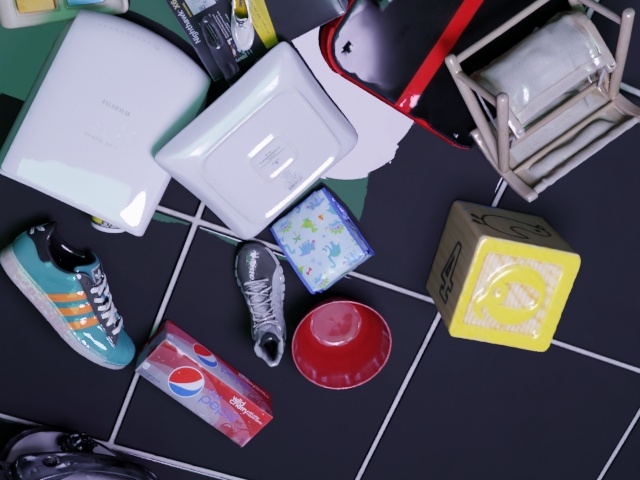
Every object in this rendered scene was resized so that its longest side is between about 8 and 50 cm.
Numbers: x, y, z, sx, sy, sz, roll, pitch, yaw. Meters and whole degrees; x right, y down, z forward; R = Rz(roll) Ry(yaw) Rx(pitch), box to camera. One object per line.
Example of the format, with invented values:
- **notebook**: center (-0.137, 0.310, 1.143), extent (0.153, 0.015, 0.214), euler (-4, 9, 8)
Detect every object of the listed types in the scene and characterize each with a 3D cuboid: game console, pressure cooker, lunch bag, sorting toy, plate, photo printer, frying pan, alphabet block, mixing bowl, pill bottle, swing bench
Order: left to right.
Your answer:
- **pressure cooker**: center (-0.491, 0.543, 1.588), extent (0.376, 0.370, 0.420), euler (39, 103, 3)
- **sorting toy**: center (-0.418, -0.437, 1.379), extent (0.208, 0.038, 0.192), euler (-8, 113, -3)
- **photo printer**: center (-0.334, -0.194, 1.414), extent (0.256, 0.107, 0.307), euler (27, 87, -17)
- **pill bottle**: center (-0.353, -0.077, 1.516), extent (0.065, 0.065, 0.116), euler (9, 108, -10)
- **frying pan**: center (-0.143, -0.218, 1.432), extent (0.197, 0.053, 0.326), euler (-40, 137, 17)
- **plate**: center (-0.086, -0.144, 1.452), extent (0.277, 0.045, 0.278), euler (-42, 139, 2)
- **lunch bag**: center (0.000, 0.000, 1.576), extent (0.129, 0.096, 0.151), euler (-37, 82, 8)
- **mixing bowl**: center (0.033, 0.174, 1.645), extent (0.182, 0.098, 0.181), euler (-2, 111, -6)
- **game console**: center (0.222, -0.384, 1.475), extent (0.342, 0.060, 0.386), euler (27, 107, -22)
- **alphabet block**: center (0.317, 0.060, 1.580), extent (0.193, 0.197, 0.193), euler (9, 110, -11)
- **swing bench**: center (0.375, -0.246, 1.455), extent (0.253, 0.165, 0.254), euler (-35, 137, -4)

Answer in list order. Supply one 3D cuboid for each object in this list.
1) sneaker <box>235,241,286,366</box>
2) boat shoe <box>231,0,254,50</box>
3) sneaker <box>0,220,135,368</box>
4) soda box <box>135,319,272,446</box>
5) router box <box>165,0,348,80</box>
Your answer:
- **sneaker**: center (-0.097, 0.123, 1.591), extent (0.086, 0.132, 0.228), euler (-13, 113, -2)
- **boat shoe**: center (-0.120, -0.336, 1.349), extent (0.035, 0.035, 0.100), euler (5, 119, 3)
- **sneaker**: center (-0.415, 0.098, 1.556), extent (0.121, 0.108, 0.302), euler (-36, 110, 12)
- **soda box**: center (-0.215, 0.268, 1.661), extent (0.263, 0.083, 0.092), euler (40, 103, -20)
- **router box**: center (-0.134, -0.437, 1.364), extent (0.243, 0.081, 0.308), euler (-23, 113, 17)
